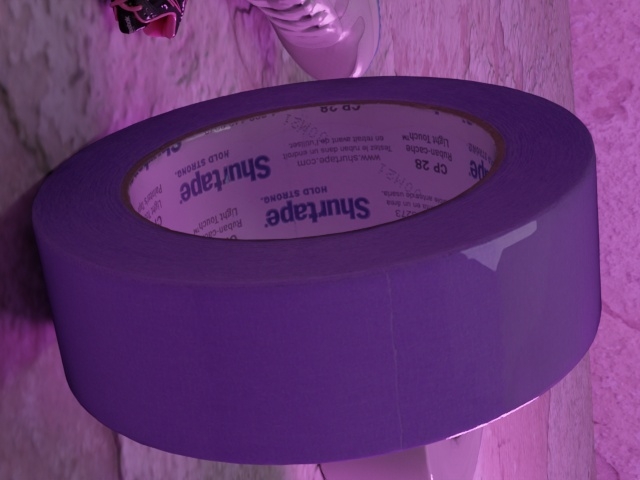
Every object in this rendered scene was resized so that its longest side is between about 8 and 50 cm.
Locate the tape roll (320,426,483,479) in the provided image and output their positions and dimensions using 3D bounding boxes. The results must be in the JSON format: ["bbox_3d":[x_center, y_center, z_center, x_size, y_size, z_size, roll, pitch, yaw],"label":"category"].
[{"bbox_3d":[0.080,0.103,1.200,0.286,0.100,0.286,1,90,-72],"label":"tape roll"}]

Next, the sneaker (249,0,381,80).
[{"bbox_3d":[-0.026,-0.187,0.900,0.092,0.087,0.229,-65,145,-37],"label":"sneaker"}]

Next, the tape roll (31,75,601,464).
[{"bbox_3d":[0.000,0.000,0.662,0.275,0.274,0.090,-55,142,-60],"label":"tape roll"}]

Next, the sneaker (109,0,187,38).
[{"bbox_3d":[-0.102,-0.143,0.725,0.119,0.047,0.057,25,79,-69],"label":"sneaker"}]
